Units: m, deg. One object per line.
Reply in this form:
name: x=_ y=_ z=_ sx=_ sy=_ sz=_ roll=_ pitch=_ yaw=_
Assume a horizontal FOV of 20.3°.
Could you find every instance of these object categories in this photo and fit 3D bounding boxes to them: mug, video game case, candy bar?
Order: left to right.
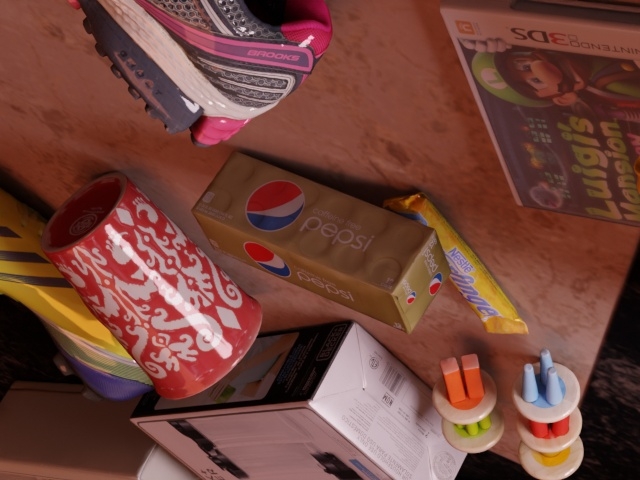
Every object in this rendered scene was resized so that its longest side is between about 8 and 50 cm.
mug: x=-0.157 y=0.041 z=1.472 sx=0.150 sy=0.113 sz=0.169 roll=-25 pitch=122 yaw=26
candy bar: x=0.099 y=0.017 z=1.296 sx=0.040 sy=0.018 sz=0.161 roll=1 pitch=142 yaw=43
video game case: x=0.173 y=-0.071 z=1.065 sx=0.173 sy=0.022 sz=0.190 roll=12 pitch=149 yaw=31

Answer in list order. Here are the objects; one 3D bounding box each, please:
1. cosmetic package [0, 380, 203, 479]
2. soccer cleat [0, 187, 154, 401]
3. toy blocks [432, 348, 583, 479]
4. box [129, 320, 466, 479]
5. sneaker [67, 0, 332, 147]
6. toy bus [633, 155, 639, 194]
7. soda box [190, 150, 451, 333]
cosmetic package: x=-0.214 y=0.239 z=1.884 sx=0.309 sy=0.113 sz=0.160 roll=-2 pitch=140 yaw=45
soccer cleat: x=-0.229 y=0.027 z=1.588 sx=0.121 sy=0.093 sz=0.289 roll=-27 pitch=120 yaw=23
toy blocks: x=0.144 y=0.121 z=1.391 sx=0.123 sy=0.054 sz=0.148 roll=18 pitch=151 yaw=21
box: x=-0.021 y=0.166 z=1.594 sx=0.169 sy=0.087 sz=0.290 roll=43 pitch=150 yaw=-25
sneaker: x=-0.117 y=-0.195 z=1.058 sx=0.112 sy=0.121 sz=0.299 roll=-32 pitch=118 yaw=28
toy bus: x=0.244 y=-0.035 z=0.931 sx=0.220 sy=0.149 sz=0.211 roll=45 pitch=154 yaw=-25
soda box: x=0.000 y=0.000 z=1.287 sx=0.181 sy=0.061 sz=0.058 roll=22 pitch=156 yaw=30
